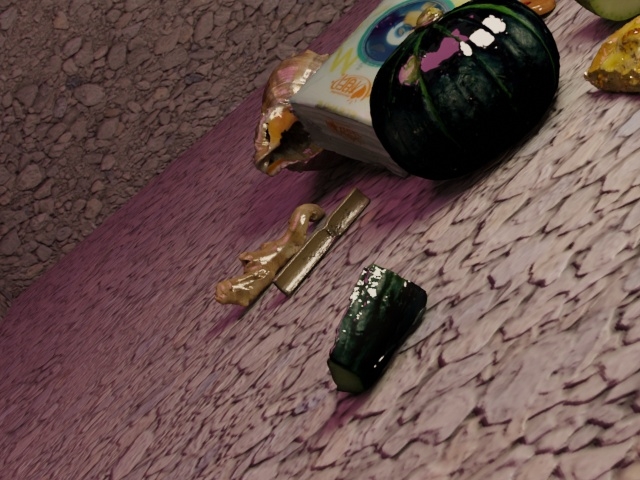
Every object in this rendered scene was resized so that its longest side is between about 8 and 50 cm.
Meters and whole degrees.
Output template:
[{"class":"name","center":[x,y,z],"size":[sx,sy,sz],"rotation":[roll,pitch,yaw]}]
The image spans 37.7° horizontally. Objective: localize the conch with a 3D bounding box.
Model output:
[{"class":"conch","center":[-0.002,-0.245,2.013],"size":[0.297,0.210,0.352],"rotation":[2,60,35]}]

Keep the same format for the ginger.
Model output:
[{"class":"ginger","center":[-0.091,0.023,1.758],"size":[0.089,0.075,0.288],"rotation":[27,61,27]}]

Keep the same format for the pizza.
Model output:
[{"class":"pizza","center":[0.476,-0.263,1.196],"size":[0.280,0.075,0.287],"rotation":[-37,17,19]}]

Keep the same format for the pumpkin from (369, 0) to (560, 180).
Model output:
[{"class":"pumpkin","center":[0.217,-0.253,1.469],"size":[0.315,0.238,0.315],"rotation":[-37,13,10]}]

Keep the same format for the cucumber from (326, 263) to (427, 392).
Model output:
[{"class":"cucumber","center":[0.076,0.102,1.189],"size":[0.193,0.086,0.115],"rotation":[-54,-23,-30]}]

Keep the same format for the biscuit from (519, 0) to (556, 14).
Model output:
[{"class":"biscuit","center":[0.380,-0.480,1.902],"size":[0.165,0.036,0.250],"rotation":[-27,23,-16]}]

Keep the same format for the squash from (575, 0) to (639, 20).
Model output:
[{"class":"squash","center":[0.471,-0.429,1.493],"size":[0.170,0.170,0.122],"rotation":[-35,36,23]}]

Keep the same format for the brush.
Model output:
[{"class":"brush","center":[0.000,0.000,1.660],"size":[0.248,0.043,0.036],"rotation":[-50,12,-25]}]

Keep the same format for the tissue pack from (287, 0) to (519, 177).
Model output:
[{"class":"tissue pack","center":[0.164,-0.324,1.769],"size":[0.388,0.162,0.287],"rotation":[-48,39,-15]}]
